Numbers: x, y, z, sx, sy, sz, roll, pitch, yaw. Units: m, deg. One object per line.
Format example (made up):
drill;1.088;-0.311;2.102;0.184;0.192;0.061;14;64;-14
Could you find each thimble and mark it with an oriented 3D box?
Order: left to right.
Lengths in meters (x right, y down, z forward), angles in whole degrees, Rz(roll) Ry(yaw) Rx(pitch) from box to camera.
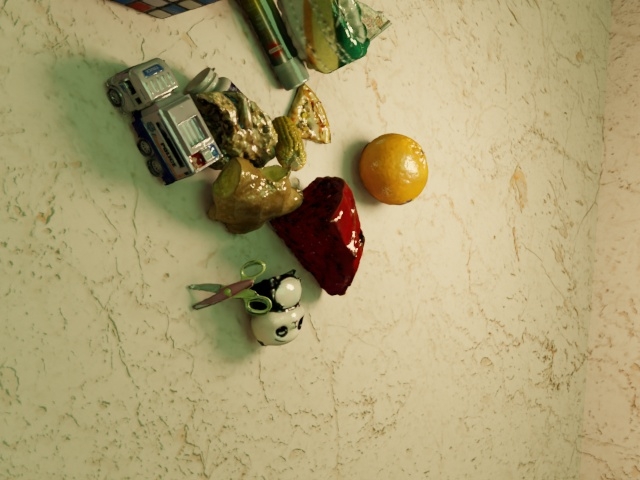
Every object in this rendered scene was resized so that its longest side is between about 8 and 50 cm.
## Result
thimble;0.008;-0.602;1.848;0.288;0.167;0.254;66;22;-12

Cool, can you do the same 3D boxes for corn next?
corn;-0.086;-0.250;1.751;0.080;0.080;0.238;38;18;-34

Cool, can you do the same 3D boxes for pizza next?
pizza;-0.048;-0.343;1.901;0.176;0.036;0.185;-24;100;-42

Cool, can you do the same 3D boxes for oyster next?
oyster;-0.203;-0.248;1.625;0.222;0.214;0.083;8;40;-17

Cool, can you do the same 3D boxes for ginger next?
ginger;-0.144;-0.100;1.679;0.270;0.219;0.123;14;35;-38

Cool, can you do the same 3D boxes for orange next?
orange;0.220;-0.212;2.039;0.219;0.193;0.219;15;61;-29

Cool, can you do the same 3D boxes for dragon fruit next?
dragon fruit;0.000;0.000;1.829;0.302;0.240;0.330;-74;160;-54

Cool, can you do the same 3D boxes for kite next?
kite;0.087;-0.715;2.092;0.406;0.014;0.369;15;75;-41

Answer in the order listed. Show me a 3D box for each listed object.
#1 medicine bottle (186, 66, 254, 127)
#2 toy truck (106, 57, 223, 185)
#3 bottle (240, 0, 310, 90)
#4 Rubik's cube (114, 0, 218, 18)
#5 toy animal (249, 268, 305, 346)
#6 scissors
medicine bottle;-0.231;-0.326;1.678;0.191;0.107;0.107;44;57;-30
toy truck;-0.344;-0.271;1.531;0.124;0.155;0.268;-41;111;-38
bottle;-0.122;-0.542;1.826;0.082;0.082;0.286;-43;113;-38
Rubik's cube;-0.352;-0.671;1.453;0.293;0.286;0.292;9;83;-51
toy animal;-0.102;0.170;1.712;0.166;0.138;0.179;-9;92;-45
scissors;-0.214;0.121;1.620;0.187;0.020;0.134;-8;92;-1
